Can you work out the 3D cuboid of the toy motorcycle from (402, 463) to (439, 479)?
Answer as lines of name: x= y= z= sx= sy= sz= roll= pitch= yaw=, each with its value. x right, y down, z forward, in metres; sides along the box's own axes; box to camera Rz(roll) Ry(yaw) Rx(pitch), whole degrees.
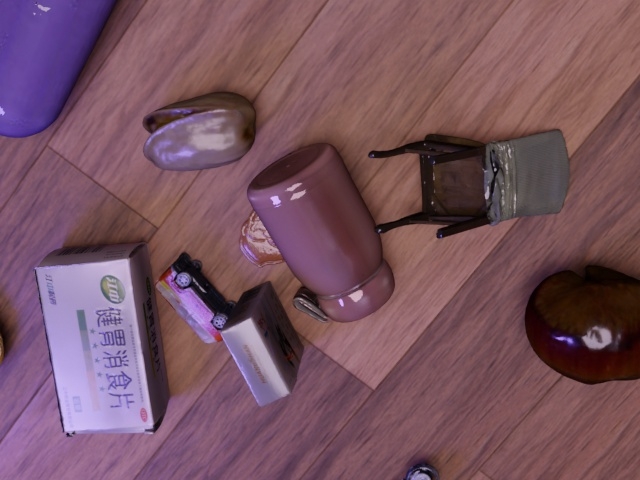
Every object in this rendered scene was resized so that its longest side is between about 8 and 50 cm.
toy motorcycle: x=0.187 y=0.530 z=1.907 sx=0.151 sy=0.074 sz=0.229 roll=-20 pitch=102 yaw=11

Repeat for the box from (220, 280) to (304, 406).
box: x=-0.097 y=0.174 z=1.761 sx=0.067 sy=0.233 sz=0.149 roll=-28 pitch=99 yaw=10

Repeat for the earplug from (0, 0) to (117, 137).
earplug: x=-0.454 y=-0.382 z=1.684 sx=0.215 sy=0.215 sz=0.456 roll=27 pitch=107 yaw=-2

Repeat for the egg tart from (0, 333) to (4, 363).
egg tart: x=-0.678 y=0.193 z=1.889 sx=0.191 sy=0.074 sz=0.191 roll=1 pitch=103 yaw=3

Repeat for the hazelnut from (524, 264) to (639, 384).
hazelnut: x=0.475 y=0.154 z=1.727 sx=0.251 sy=0.217 sz=0.217 roll=0 pitch=103 yaw=15

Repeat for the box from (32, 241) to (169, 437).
box: x=-0.386 y=0.179 z=1.829 sx=0.173 sy=0.145 sz=0.333 roll=-5 pitch=102 yaw=7

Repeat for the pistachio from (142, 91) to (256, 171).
pistachio: x=-0.207 y=-0.188 z=1.741 sx=0.206 sy=0.131 sz=0.130 roll=-9 pitch=60 yaw=7

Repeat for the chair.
chair: x=0.255 y=-0.103 z=1.730 sx=0.186 sy=0.319 sz=0.160 roll=7 pitch=107 yaw=48

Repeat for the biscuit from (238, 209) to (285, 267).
biscuit: x=-0.091 y=-0.012 z=1.828 sx=0.102 sy=0.019 sz=0.130 roll=27 pitch=104 yaw=-2

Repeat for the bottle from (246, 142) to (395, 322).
bottle: x=0.000 y=0.000 z=1.751 sx=0.206 sy=0.173 sz=0.297 roll=-20 pitch=113 yaw=26

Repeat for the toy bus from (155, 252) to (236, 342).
toy bus: x=-0.220 y=0.112 z=1.839 sx=0.077 sy=0.079 sz=0.174 roll=-37 pitch=99 yaw=20
